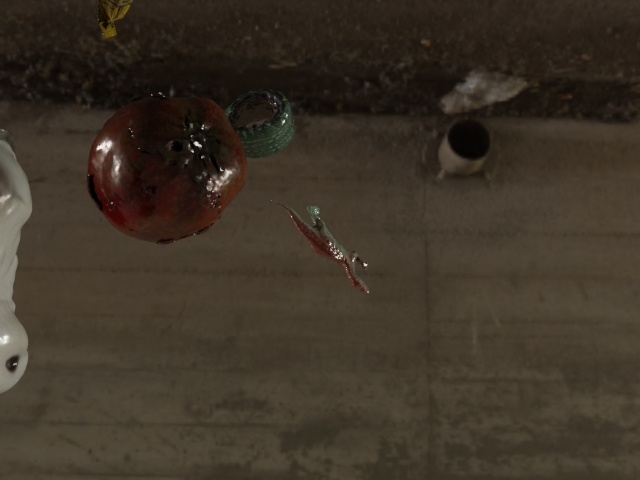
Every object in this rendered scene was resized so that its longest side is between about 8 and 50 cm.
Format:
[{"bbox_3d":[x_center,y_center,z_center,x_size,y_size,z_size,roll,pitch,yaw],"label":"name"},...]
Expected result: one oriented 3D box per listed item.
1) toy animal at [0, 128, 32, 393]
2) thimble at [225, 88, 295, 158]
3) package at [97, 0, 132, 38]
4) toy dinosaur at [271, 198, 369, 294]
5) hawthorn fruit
[{"bbox_3d":[-0.474,0.029,1.074,0.193,0.358,0.258,-8,172,-3],"label":"toy animal"},{"bbox_3d":[-0.121,-0.231,1.612,0.135,0.119,0.090,-17,149,-2],"label":"thimble"},{"bbox_3d":[-0.423,-0.486,1.686,0.047,0.071,0.131,34,116,-4],"label":"package"},{"bbox_3d":[0.000,0.000,1.639,0.053,0.167,0.242,-40,124,20],"label":"toy dinosaur"},{"bbox_3d":[-0.190,-0.071,0.988,0.181,0.181,0.235,9,154,-24],"label":"hawthorn fruit"}]
